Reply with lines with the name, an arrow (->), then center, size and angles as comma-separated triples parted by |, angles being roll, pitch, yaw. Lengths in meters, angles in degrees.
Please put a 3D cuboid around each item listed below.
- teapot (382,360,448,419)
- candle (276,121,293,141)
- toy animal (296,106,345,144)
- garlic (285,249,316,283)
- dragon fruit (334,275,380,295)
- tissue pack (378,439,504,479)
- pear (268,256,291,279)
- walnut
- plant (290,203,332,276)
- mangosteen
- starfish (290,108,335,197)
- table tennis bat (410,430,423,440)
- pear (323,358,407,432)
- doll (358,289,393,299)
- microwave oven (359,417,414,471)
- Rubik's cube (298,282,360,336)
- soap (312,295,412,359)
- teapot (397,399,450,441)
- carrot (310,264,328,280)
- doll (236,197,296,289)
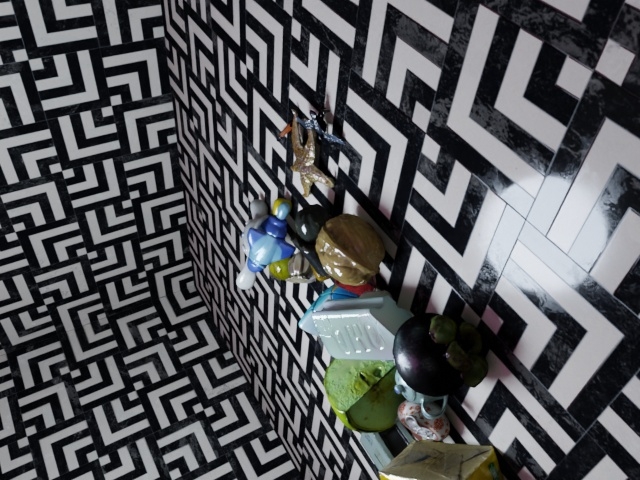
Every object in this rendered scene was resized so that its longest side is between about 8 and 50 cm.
teapot -> 0.276, 0.402, 1.641 | 0.232, 0.159, 0.159 | 53, 151, 34
candle -> -0.125, -0.385, 2.039 | 0.167, 0.021, 0.026 | 158, 118, -67
toy animal -> -0.003, -0.353, 1.755 | 0.220, 0.062, 0.108 | 37, 141, 33
garlic -> -0.062, 0.075, 2.170 | 0.131, 0.127, 0.194 | -33, 50, 47
dragon fruit -> 0.122, 0.112, 1.823 | 0.147, 0.096, 0.102 | 23, 140, 2
tissue pack -> 0.369, 0.768, 1.575 | 0.293, 0.228, 0.382 | -16, 96, 47
pear -> -0.164, 0.103, 2.395 | 0.107, 0.107, 0.131 | 7, 105, 63
walnut -> 0.088, 0.028, 1.701 | 0.245, 0.198, 0.198 | 43, 145, 46
plant -> 0.000, 0.000, 1.909 | 0.142, 0.164, 0.256 | 39, 157, 55
mangosteen -> 0.297, 0.285, 1.454 | 0.243, 0.243, 0.243 | 46, 146, 43
starfish -> -0.056, -0.264, 1.942 | 0.299, 0.060, 0.302 | 60, 155, 16
table tennis bat -> 0.325, 0.610, 1.857 | 0.247, 0.022, 0.138 | 60, 155, 25
pear -> 0.144, 0.462, 1.845 | 0.282, 0.286, 0.176 | 24, 149, 58
doll -> 0.176, 0.237, 1.771 | 0.107, 0.110, 0.181 | -93, -6, -58
microwave oven -> 0.245, 0.711, 1.970 | 0.208, 0.122, 0.162 | 52, 151, 36
Rubik's cube -> 0.036, 0.219, 1.920 | 0.254, 0.254, 0.254 | 46, 146, 43
soap -> 0.130, 0.259, 1.675 | 0.289, 0.095, 0.173 | -9, 112, 42
teapot -> 0.310, 0.538, 1.709 | 0.159, 0.116, 0.245 | -1, 137, 31
carrot -> -0.005, 0.058, 2.058 | 0.082, 0.082, 0.173 | -39, 66, 65
doll -> -0.234, -0.008, 2.293 | 0.365, 0.187, 0.376 | -19, 77, 62
